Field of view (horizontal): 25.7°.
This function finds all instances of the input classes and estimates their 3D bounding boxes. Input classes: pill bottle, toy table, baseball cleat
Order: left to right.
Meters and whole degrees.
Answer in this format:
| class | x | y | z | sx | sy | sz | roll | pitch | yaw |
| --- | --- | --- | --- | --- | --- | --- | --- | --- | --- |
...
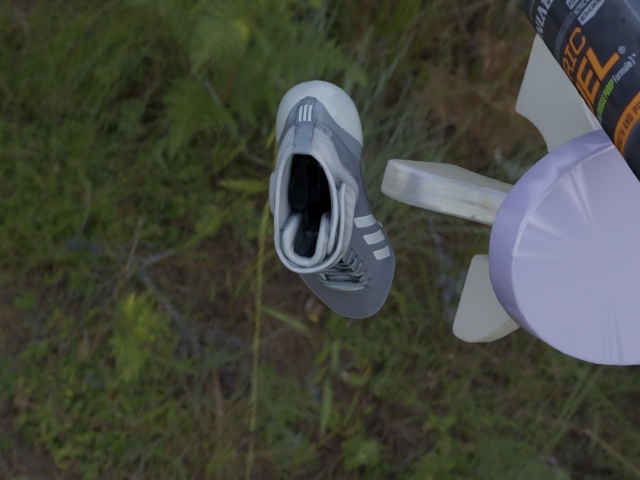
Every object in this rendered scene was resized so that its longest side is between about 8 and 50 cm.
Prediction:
| class | x | y | z | sx | sy | sz | roll | pitch | yaw |
| --- | --- | --- | --- | --- | --- | --- | --- | --- | --- |
| baseball cleat | 0.000 | 0.000 | 0.884 | 0.072 | 0.206 | 0.109 | -2 | 46 | 16 |
| toy table | 0.191 | -0.016 | 1.042 | 0.274 | 0.252 | 0.161 | 17 | 9 | -41 |
| pill bottle | 0.209 | -0.131 | 0.859 | 0.130 | 0.130 | 0.246 | -11 | 60 | -33 |
